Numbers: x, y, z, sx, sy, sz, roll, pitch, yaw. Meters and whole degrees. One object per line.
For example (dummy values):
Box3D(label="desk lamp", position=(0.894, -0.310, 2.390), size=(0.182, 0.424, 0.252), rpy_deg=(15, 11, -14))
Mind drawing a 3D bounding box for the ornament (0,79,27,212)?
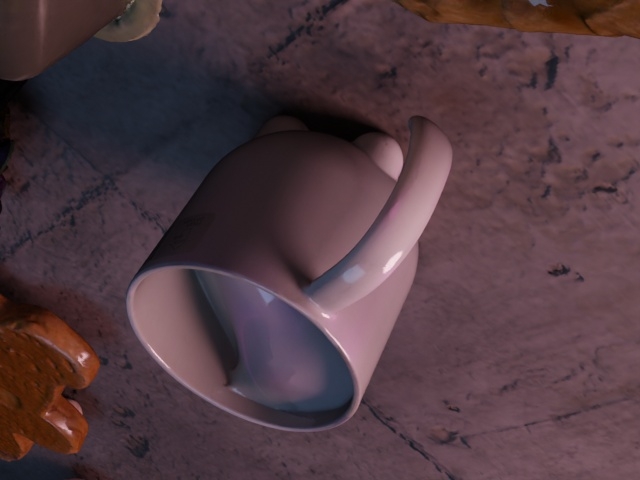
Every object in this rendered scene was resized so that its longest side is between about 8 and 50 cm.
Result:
Box3D(label="ornament", position=(-0.233, -0.067, 0.746), size=(0.081, 0.088, 0.203), rpy_deg=(31, 146, -1))

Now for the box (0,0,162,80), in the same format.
Box3D(label="box", position=(-0.188, -0.209, 0.472), size=(0.291, 0.166, 0.220), rpy_deg=(23, 143, 6))

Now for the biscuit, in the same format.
Box3D(label="biscuit", position=(-0.295, 0.115, 1.039), size=(0.205, 0.049, 0.324), rpy_deg=(29, 144, 2))

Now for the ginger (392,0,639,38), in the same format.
Box3D(label="ginger", position=(0.169, -0.093, 0.445), size=(0.334, 0.081, 0.148), rpy_deg=(24, 149, 9))

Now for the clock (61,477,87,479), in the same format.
Box3D(label="clock", position=(-0.195, 0.425, 1.255), size=(0.326, 0.184, 0.342), rpy_deg=(30, 150, -10))

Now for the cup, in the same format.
Box3D(label="cup", position=(-0.011, -0.003, 0.624), size=(0.134, 0.142, 0.173), rpy_deg=(23, 144, 9))
